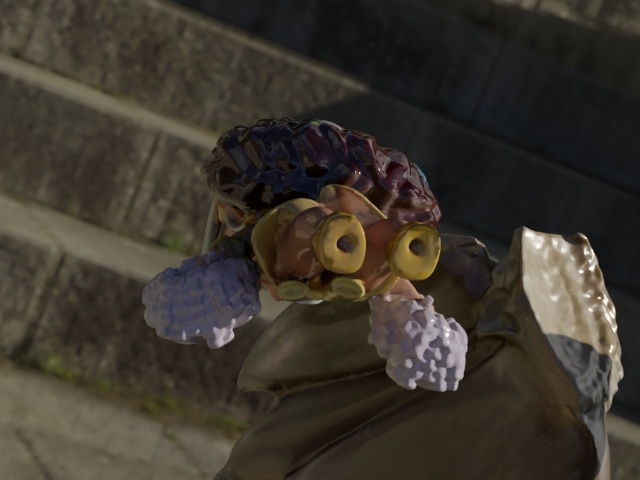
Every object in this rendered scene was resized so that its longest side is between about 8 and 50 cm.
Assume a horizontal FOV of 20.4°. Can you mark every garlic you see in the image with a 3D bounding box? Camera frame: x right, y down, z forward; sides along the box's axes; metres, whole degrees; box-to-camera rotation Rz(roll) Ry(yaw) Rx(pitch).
[{"bbox_3d":[0.084,0.143,1.260,0.132,0.325,0.279,2,57,-52],"label":"garlic"}]

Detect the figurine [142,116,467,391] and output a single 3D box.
[{"bbox_3d":[0.000,-0.001,0.929,0.174,0.116,0.240,13,13,-13],"label":"figurine"}]
